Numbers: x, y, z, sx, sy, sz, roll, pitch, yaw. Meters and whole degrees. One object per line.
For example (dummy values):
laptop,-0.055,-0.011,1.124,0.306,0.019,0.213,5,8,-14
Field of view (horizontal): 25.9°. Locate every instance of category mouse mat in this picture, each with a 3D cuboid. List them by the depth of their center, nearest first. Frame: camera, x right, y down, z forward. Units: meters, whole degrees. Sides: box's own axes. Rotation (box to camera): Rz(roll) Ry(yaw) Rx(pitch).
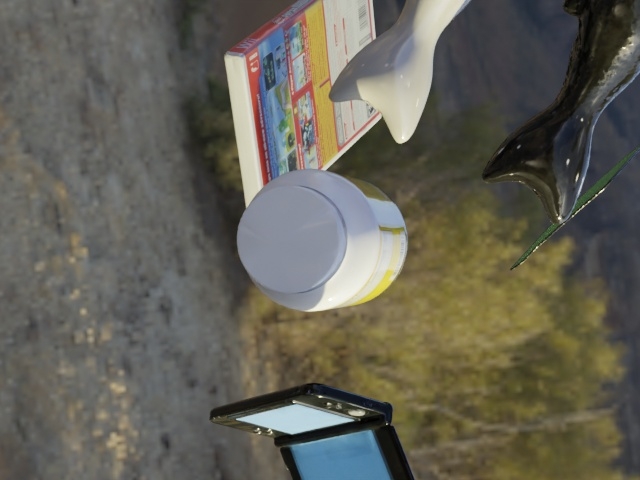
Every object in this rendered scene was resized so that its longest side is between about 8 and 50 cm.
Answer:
mouse mat,0.306,-0.044,1.634,0.007,0.189,0.152,45,43,4

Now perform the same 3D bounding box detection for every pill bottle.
pill bottle,0.000,0.000,1.031,0.184,0.103,0.103,4,79,-76

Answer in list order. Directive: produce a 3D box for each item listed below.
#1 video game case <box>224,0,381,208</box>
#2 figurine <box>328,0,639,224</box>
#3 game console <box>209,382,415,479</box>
video game case,-0.011,-0.171,1.565,0.285,0.025,0.204,-46,138,-47
figurine,0.132,-0.146,1.010,0.209,0.215,0.092,-64,173,13
game console,-0.005,0.151,0.963,0.107,0.122,0.071,20,63,-36
